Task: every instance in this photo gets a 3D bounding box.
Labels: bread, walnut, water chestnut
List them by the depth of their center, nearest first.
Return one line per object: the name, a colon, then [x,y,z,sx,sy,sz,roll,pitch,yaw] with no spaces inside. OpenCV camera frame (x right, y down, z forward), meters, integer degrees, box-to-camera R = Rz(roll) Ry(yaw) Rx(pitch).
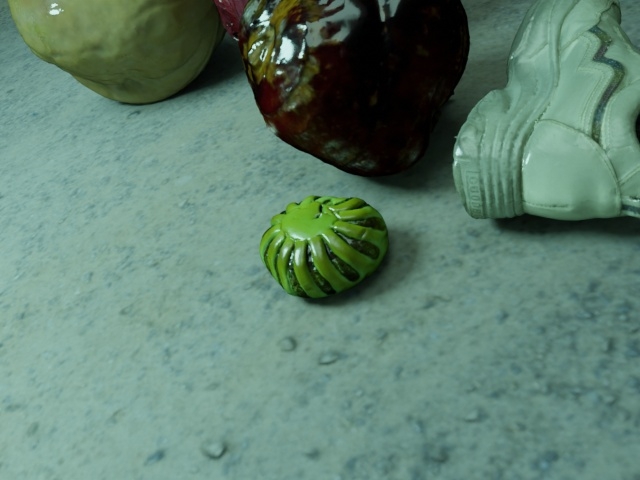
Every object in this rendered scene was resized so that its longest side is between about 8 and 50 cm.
bread: [0.000,0.000,0.705,0.130,0.071,0.139,-42,42,-15]
water chestnut: [0.043,-0.212,0.797,0.289,0.244,0.289,-12,48,13]
walnut: [-0.335,-0.418,1.159,0.381,0.381,0.381,-14,39,12]

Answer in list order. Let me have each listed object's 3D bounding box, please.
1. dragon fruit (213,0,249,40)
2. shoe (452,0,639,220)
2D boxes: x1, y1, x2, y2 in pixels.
dragon fruit: [-0.029,-0.425,1.019,0.329,0.329,0.329,-14,39,12]
shoe: [0.293,-0.141,0.683,0.210,0.132,0.342,13,55,32]
